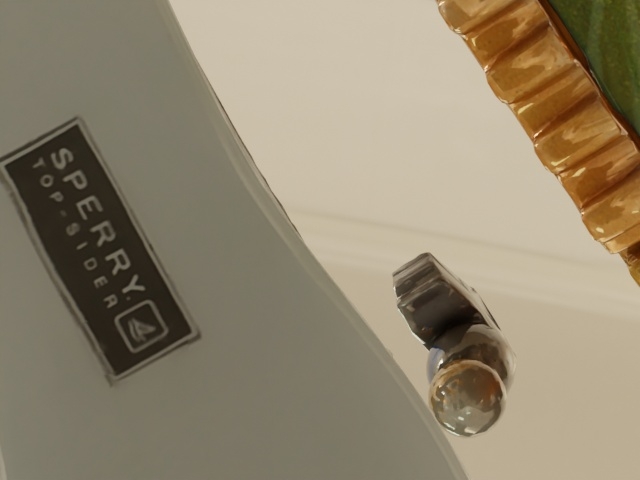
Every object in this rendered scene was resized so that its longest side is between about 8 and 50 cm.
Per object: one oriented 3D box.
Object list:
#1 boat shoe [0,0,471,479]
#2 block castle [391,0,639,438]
[{"bbox_3d":[-0.039,0.045,0.449,0.113,0.306,0.105,-30,166,-5],"label":"boat shoe"},{"bbox_3d":[0.000,0.000,0.722,0.453,0.303,0.213,54,-168,-3],"label":"block castle"}]
